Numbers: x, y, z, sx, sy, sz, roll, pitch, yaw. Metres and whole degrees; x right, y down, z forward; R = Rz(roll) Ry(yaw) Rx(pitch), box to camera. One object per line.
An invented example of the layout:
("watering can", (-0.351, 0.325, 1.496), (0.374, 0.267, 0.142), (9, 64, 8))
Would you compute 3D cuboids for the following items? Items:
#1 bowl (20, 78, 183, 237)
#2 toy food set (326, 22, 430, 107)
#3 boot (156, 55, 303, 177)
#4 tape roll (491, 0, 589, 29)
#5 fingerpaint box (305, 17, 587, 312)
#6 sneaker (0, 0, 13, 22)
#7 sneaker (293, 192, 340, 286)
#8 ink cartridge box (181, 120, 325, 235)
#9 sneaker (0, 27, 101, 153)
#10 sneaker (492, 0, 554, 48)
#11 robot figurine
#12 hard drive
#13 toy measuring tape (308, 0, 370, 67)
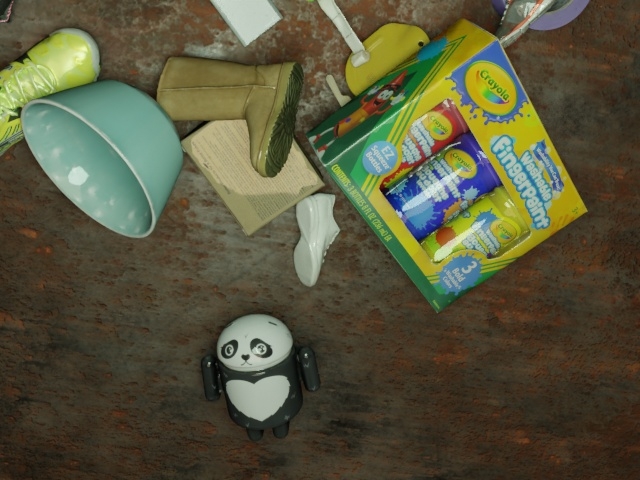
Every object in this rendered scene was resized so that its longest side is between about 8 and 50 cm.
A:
("bowl", (-0.378, -0.172, 1.317), (0.311, 0.311, 0.163), (51, 55, -19))
("toy food set", (0.120, -0.332, 1.406), (0.218, 0.071, 0.128), (-37, 85, 6))
("boot", (-0.179, -0.229, 1.302), (0.269, 0.089, 0.236), (6, 68, 21))
("tape roll", (0.423, -0.503, 1.361), (0.188, 0.080, 0.189), (-2, 111, -4))
("fingerpaint box", (0.255, -0.129, 1.387), (0.371, 0.163, 0.445), (-35, 123, 7))
("sneaker", (-0.589, -0.433, 1.312), (0.119, 0.047, 0.057), (-35, 131, 8))
("sneaker", (0.000, 0.000, 1.511), (0.094, 0.080, 0.212), (-16, 125, -33))
("ink cartridge box", (-0.134, -0.161, 1.425), (0.193, 0.088, 0.235), (-32, 109, 7))
("sneaker", (-0.567, -0.247, 1.321), (0.384, 0.147, 0.145), (-38, 107, 7))
("sneaker", (0.362, -0.417, 1.324), (0.158, 0.061, 0.065), (-42, 81, 9))
("robot figurine", (-0.131, 0.298, 1.544), (0.209, 0.173, 0.278), (-21, 115, -32))
("hard drive", (-0.148, -0.452, 1.353), (0.094, 0.022, 0.135), (-36, 109, 7))
("toy measuring tape", (-0.034, -0.449, 1.303), (0.121, 0.121, 0.330), (-32, 101, 6))
